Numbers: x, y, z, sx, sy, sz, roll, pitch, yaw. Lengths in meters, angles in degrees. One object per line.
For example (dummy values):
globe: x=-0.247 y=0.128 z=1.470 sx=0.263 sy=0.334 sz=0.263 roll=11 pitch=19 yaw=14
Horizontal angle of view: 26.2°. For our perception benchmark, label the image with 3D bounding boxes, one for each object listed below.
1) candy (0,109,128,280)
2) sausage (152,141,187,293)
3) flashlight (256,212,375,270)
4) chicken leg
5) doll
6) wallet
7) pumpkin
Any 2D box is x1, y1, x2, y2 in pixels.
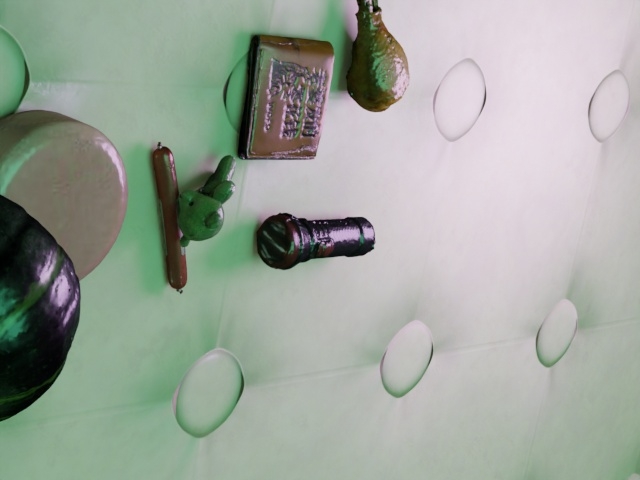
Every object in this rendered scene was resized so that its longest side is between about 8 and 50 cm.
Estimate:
candy: x=-0.376 y=-0.049 z=1.822 sx=0.255 sy=0.094 sz=0.255 roll=-23 pitch=123 yaw=-40
sausage: x=-0.222 y=-0.030 z=2.044 sx=0.034 sy=0.034 sz=0.253 roll=-26 pitch=124 yaw=-38
flashlight: x=0.000 y=0.000 z=2.257 sx=0.232 sy=0.093 sz=0.093 roll=-2 pitch=108 yaw=-47
chicken leg: x=0.082 y=-0.327 z=2.205 sx=0.107 sy=0.087 sz=0.252 roll=-39 pitch=126 yaw=-44
doll: x=-0.170 y=-0.062 z=2.040 sx=0.077 sy=0.115 sz=0.150 roll=36 pitch=45 yaw=-15
wallet: x=-0.052 y=-0.218 z=2.136 sx=0.161 sy=0.042 sz=0.196 roll=-5 pitch=110 yaw=-46
pumpkin: x=-0.447 y=0.079 z=1.638 sx=0.241 sy=0.323 sz=0.323 roll=-67 pitch=149 yaw=-46
